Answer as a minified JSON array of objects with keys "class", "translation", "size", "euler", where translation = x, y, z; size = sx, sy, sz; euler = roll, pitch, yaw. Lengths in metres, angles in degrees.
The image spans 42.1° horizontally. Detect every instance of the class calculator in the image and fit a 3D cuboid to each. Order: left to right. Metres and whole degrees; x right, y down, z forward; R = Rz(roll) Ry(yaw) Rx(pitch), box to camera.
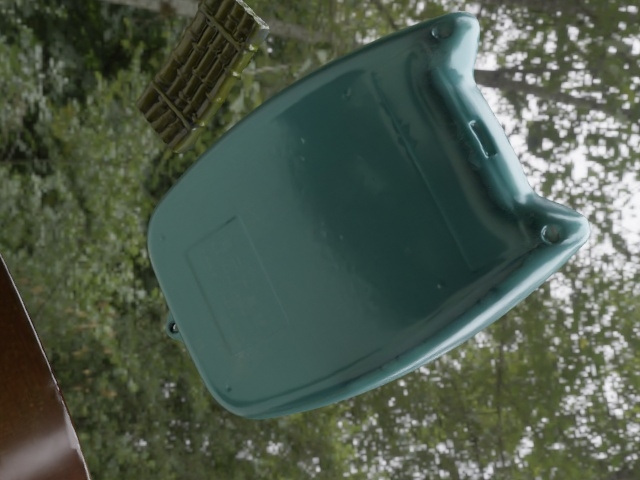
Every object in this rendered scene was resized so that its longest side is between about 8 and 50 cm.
[{"class":"calculator","translation":[0.000,0.000,0.685],"size":[0.386,0.054,0.256],"euler":[-32,-101,31]}]

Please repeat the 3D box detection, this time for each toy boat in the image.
[{"class":"toy boat","translation":[-0.088,-0.123,0.600],"size":[0.063,0.016,0.115],"euler":[49,-66,27]}]

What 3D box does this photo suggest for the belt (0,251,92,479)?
[{"class":"belt","translation":[-0.238,0.042,0.439],"size":[0.338,0.122,0.217],"euler":[55,-31,21]}]
